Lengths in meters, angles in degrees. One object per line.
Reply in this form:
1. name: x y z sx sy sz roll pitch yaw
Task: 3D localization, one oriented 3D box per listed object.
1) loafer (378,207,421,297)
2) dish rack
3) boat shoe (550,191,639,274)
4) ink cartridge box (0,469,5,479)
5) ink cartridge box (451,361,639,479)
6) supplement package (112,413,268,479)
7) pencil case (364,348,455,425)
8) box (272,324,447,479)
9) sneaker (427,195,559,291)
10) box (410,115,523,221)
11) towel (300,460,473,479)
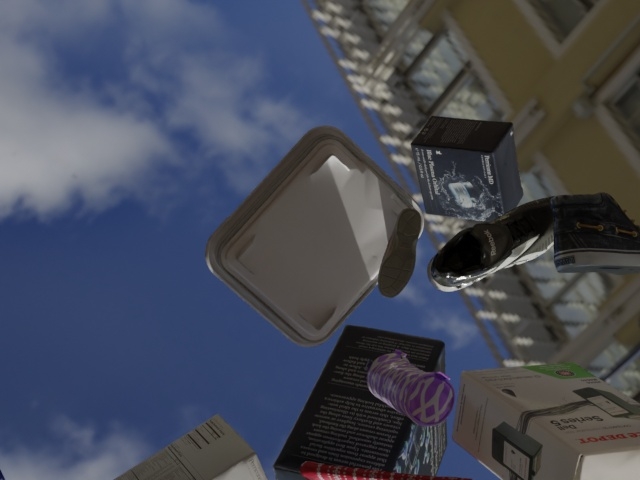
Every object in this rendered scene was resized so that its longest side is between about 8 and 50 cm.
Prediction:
1. loafer: 0.107 0.017 1.538 0.045 0.125 0.039 17 179 -7
2. dish rack: 0.000 0.000 1.951 0.285 0.333 0.072 42 178 -16
3. boat shoe: 0.325 -0.008 1.235 0.183 0.065 0.083 3 -102 -36
4. ink cartridge box: -0.486 0.327 1.351 0.207 0.046 0.097 -7 -151 11
5. ink cartridge box: 0.334 0.267 1.512 0.198 0.114 0.273 -1 -164 -26
6. supplement package: -0.180 0.419 1.743 0.149 0.203 0.194 29 146 58
7. pencil case: 0.141 0.230 1.780 0.086 0.088 0.206 35 176 -17
8. box: 0.090 0.403 2.143 0.212 0.293 0.395 9 -140 19
9. sneaker: 0.261 0.003 1.650 0.078 0.234 0.106 64 -174 12
10. box: 0.255 -0.123 1.962 0.158 0.156 0.093 8 -138 30
11. towel: 0.124 0.378 1.628 0.199 0.275 0.031 55 -135 -42
